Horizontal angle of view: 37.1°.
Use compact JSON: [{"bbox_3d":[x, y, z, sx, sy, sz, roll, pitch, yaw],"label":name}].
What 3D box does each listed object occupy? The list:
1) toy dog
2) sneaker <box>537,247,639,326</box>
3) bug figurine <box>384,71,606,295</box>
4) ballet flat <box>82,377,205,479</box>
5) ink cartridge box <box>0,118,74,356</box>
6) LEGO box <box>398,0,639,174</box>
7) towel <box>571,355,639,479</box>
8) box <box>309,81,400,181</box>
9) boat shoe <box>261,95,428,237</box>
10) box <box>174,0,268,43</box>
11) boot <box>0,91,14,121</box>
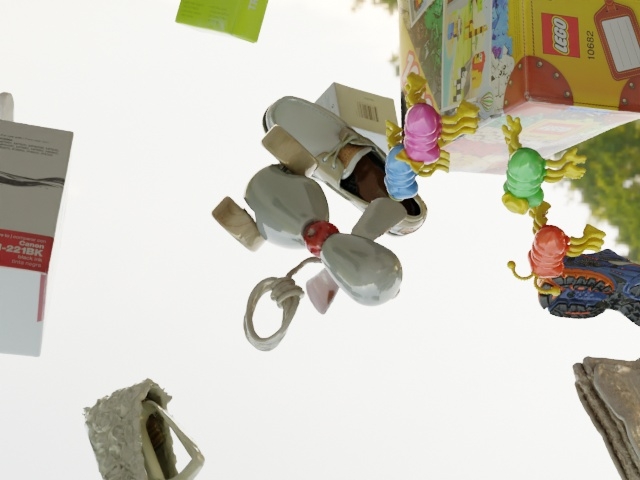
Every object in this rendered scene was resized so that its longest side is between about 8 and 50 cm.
[{"bbox_3d":[0.000,0.000,1.219,0.220,0.161,0.333,-37,-133,17],"label":"toy dog"},{"bbox_3d":[0.365,0.048,1.147,0.221,0.083,0.087,10,-143,-8],"label":"sneaker"},{"bbox_3d":[0.161,-0.059,1.006,0.279,0.216,0.072,30,-112,24],"label":"bug figurine"},{"bbox_3d":[-0.195,0.326,1.190,0.147,0.147,0.409,-17,-135,-17],"label":"ballet flat"},{"bbox_3d":[-0.424,-0.006,1.337,0.114,0.197,0.273,8,-132,-14],"label":"ink cartridge box"},{"bbox_3d":[0.269,-0.375,1.362,0.193,0.500,0.372,3,170,-20],"label":"LEGO box"},{"bbox_3d":[0.419,0.265,1.150,0.187,0.049,0.282,8,-131,-44],"label":"towel"},{"bbox_3d":[0.036,-0.180,1.664,0.130,0.170,0.091,11,-123,-32],"label":"box"},{"bbox_3d":[0.044,-0.124,1.470,0.113,0.302,0.103,-54,-178,-10],"label":"boat shoe"},{"bbox_3d":[-0.090,-0.311,1.036,0.042,0.178,0.109,10,-171,-46],"label":"box"},{"bbox_3d":[-0.630,-0.192,1.786,0.086,0.190,0.069,13,-163,0],"label":"boot"}]
